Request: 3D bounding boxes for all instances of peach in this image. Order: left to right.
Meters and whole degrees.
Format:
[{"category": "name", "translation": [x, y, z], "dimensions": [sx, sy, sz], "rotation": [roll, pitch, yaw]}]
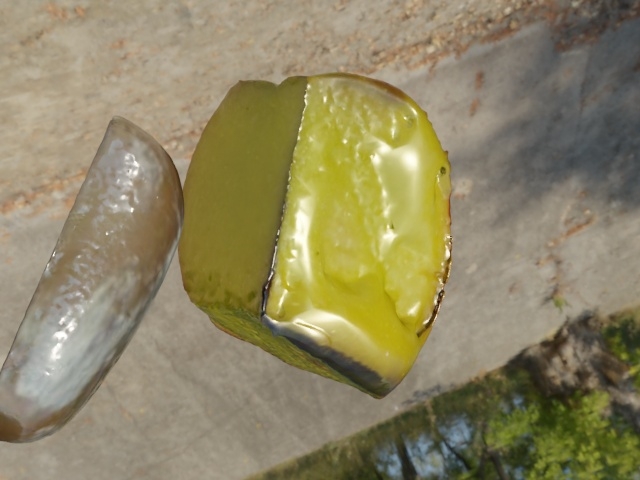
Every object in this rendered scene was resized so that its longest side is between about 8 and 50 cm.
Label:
[{"category": "peach", "translation": [0.000, 0.000, 0.943], "dimensions": [0.306, 0.380, 0.242], "rotation": [3, -179, -37]}]

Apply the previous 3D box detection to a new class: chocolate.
[{"category": "chocolate", "translation": [-0.171, 0.041, 0.596], "dimensions": [0.080, 0.254, 0.157], "rotation": [23, 168, -11]}]
